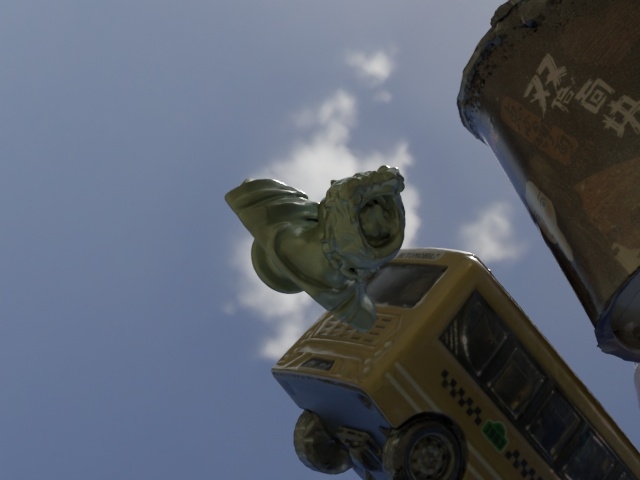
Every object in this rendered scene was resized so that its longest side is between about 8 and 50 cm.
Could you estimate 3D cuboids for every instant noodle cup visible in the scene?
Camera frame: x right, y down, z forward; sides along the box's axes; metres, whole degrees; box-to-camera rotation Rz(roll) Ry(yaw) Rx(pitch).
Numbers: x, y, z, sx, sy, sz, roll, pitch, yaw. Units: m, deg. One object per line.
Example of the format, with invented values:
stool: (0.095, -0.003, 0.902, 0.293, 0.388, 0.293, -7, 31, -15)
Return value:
instant noodle cup: (0.223, -0.051, 1.050, 0.217, 0.217, 0.207, -41, -126, 31)

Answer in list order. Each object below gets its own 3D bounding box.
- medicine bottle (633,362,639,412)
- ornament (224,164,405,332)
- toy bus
medicine bottle: (0.379, 0.049, 1.369, 0.238, 0.238, 0.232, -31, -126, 42)
ornament: (-0.001, 0.001, 0.565, 0.092, 0.068, 0.041, 12, -124, 50)
toy bus: (0.145, 0.185, 1.317, 0.202, 0.365, 0.177, -49, -157, -20)
